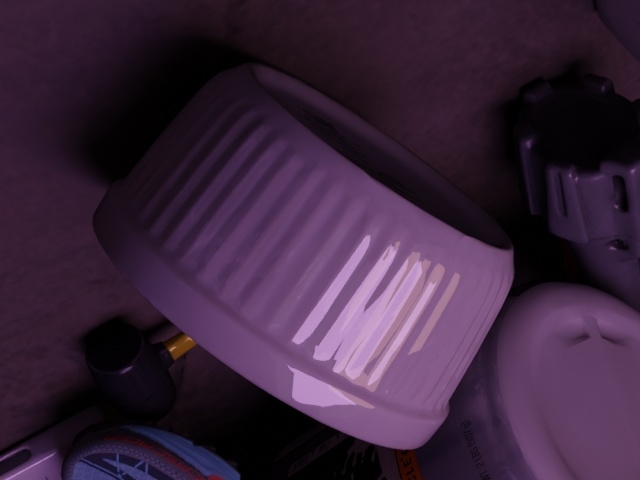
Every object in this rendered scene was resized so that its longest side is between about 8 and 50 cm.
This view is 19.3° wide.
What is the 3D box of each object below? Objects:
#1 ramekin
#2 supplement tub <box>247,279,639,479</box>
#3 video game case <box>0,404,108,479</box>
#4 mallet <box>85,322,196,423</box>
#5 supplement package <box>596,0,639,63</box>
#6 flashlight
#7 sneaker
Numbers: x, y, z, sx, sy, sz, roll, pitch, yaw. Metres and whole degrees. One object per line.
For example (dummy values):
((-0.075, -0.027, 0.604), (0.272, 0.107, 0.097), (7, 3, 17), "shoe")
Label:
((0.000, 0.000, 0.945), (0.207, 0.207, 0.109), (23, 106, -46), "ramekin")
((0.074, 0.173, 1.129), (0.193, 0.194, 0.316), (8, 145, -39), "supplement tub")
((-0.185, 0.204, 1.161), (0.183, 0.023, 0.201), (-28, 141, -7), "video game case")
((-0.044, 0.043, 1.088), (0.189, 0.039, 0.062), (-28, 141, -13), "mallet")
((0.291, -0.184, 0.951), (0.262, 0.199, 0.198), (-28, 140, -7), "supplement package")
((0.172, 0.026, 1.174), (0.103, 0.103, 0.304), (-4, 137, 14), "flashlight")
((-0.069, 0.219, 1.042), (0.104, 0.262, 0.125), (-37, 176, 38), "sneaker")
